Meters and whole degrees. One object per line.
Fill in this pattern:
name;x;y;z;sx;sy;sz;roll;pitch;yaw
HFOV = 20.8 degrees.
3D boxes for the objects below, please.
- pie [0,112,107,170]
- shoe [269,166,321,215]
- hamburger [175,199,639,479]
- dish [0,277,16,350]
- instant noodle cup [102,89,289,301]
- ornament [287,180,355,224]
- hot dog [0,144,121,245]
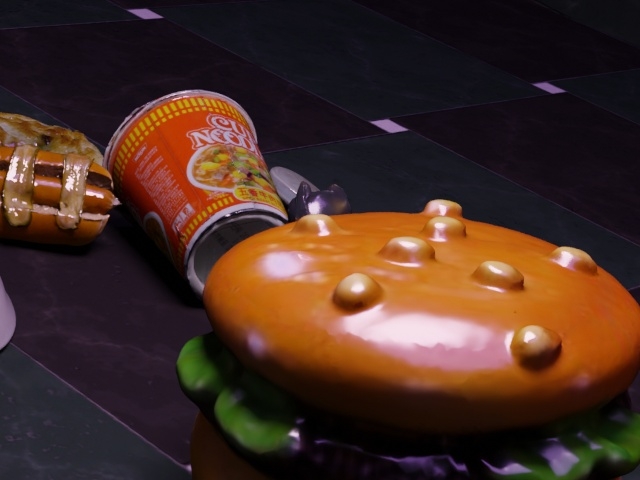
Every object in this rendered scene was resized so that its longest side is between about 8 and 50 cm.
pie;-0.371;-0.102;2.084;0.240;0.054;0.240;13;21;-5
shoe;0.000;0.000;2.036;0.195;0.078;0.079;39;16;-5
hamburger;0.070;0.118;1.470;0.396;0.277;0.396;5;18;-2
dish;-0.441;0.017;1.688;0.316;0.106;0.316;12;22;-5
instant noodle cup;-0.125;-0.036;1.939;0.193;0.193;0.212;2;33;-28
ornament;-0.012;0.052;1.770;0.080;0.202;0.236;-19;6;30
hot dog;-0.354;-0.057;1.928;0.269;0.072;0.109;8;64;-4
